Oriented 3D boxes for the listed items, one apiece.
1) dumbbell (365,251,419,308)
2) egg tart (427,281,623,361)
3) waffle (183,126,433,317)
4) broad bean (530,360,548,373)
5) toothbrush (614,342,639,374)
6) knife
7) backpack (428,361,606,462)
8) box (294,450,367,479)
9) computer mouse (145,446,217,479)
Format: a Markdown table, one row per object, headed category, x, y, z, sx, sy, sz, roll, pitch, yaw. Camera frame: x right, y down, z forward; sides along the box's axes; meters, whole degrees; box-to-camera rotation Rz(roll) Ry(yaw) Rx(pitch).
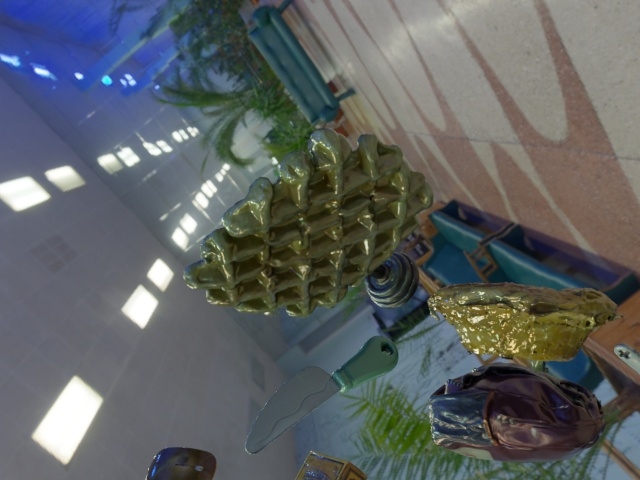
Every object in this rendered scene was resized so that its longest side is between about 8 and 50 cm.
| category | x | y | z | sx | sy | sz | roll | pitch | yaw |
| --- | --- | --- | --- | --- | --- | --- | --- | --- | --- |
| dumbbell | 0.081 | 0.042 | 0.861 | 0.254 | 0.110 | 0.110 | 30 | -163 | -43 |
| egg tart | 0.320 | 0.133 | 0.794 | 0.295 | 0.294 | 0.116 | 44 | -132 | -73 |
| waffle | 0.000 | 0.000 | 0.634 | 0.291 | 0.309 | 0.056 | 22 | -150 | -48 |
| broad bean | 0.670 | 0.390 | 1.505 | 0.046 | 0.061 | 0.195 | 20 | 163 | 39 |
| toothbrush | 0.704 | 0.346 | 0.889 | 0.418 | 0.040 | 0.042 | 44 | 144 | 9 |
| knife | 0.004 | 0.194 | 0.660 | 0.063 | 0.260 | 0.035 | 56 | 145 | 20 |
| backpack | 0.412 | 0.356 | 1.024 | 0.283 | 0.317 | 0.198 | 16 | -114 | -57 |
| box | -0.026 | 0.712 | 1.266 | 0.084 | 0.302 | 0.192 | 45 | 148 | -17 |
| computer mouse | -0.371 | 0.603 | 1.297 | 0.102 | 0.198 | 0.045 | -73 | -28 | -46 |
